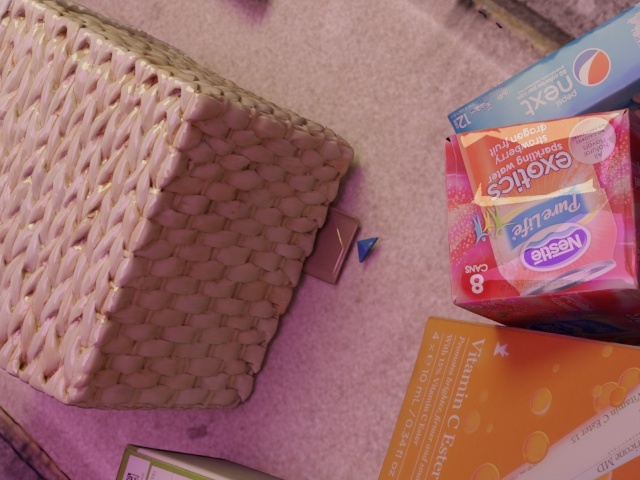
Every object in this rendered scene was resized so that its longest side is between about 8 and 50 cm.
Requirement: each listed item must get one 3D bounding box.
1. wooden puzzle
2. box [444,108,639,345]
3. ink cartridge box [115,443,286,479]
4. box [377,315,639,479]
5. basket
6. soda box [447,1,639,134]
[{"bbox_3d":[0.000,0.000,1.602,0.116,0.014,0.078,30,98,29],"label":"wooden puzzle"},{"bbox_3d":[0.227,0.002,1.327,0.154,0.300,0.142,-6,77,25],"label":"box"},{"bbox_3d":[-0.045,0.273,1.468,0.255,0.189,0.097,15,86,28],"label":"ink cartridge box"},{"bbox_3d":[0.220,0.200,1.252,0.345,0.168,0.215,5,73,52],"label":"box"},{"bbox_3d":[-0.191,-0.030,1.517,0.266,0.331,0.328,26,95,28],"label":"basket"},{"bbox_3d":[0.230,-0.133,1.482,0.210,0.071,0.067,-29,69,18],"label":"soda box"}]
